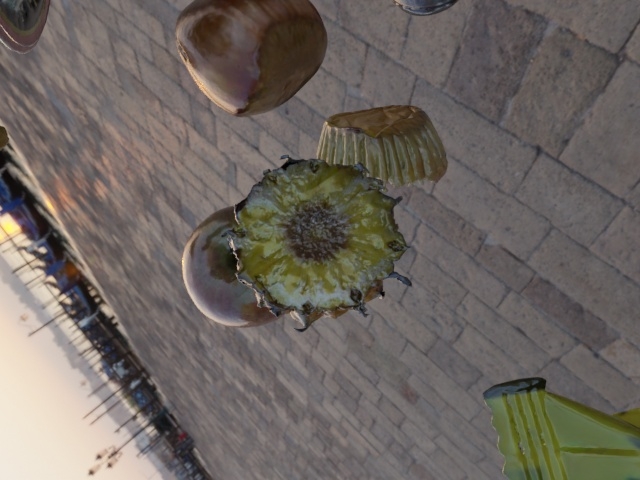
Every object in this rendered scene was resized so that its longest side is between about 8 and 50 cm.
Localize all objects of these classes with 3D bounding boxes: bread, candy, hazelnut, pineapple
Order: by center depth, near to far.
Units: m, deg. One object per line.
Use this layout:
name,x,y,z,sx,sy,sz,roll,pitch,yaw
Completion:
candy,0.275,0.162,0.341,0.081,0.297,0.187,79,179,-78
hazelnut,-0.076,-0.215,0.551,0.150,0.150,0.150,37,150,26
pineapple,0.000,0.000,0.566,0.221,0.221,0.047,40,163,20
bread,0.125,-0.190,1.045,0.274,0.274,0.149,27,130,39

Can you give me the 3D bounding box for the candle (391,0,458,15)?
candle,0.236,-0.704,1.151,0.221,0.221,0.342,35,167,28

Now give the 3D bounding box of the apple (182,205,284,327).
apple,-0.115,0.042,0.794,0.188,0.188,0.174,45,174,11

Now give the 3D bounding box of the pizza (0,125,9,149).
pizza,-0.697,-0.199,0.766,0.392,0.435,0.080,24,143,-33

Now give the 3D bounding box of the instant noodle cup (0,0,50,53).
instant noodle cup,-0.350,-0.268,0.358,0.244,0.255,0.244,-178,90,-76
